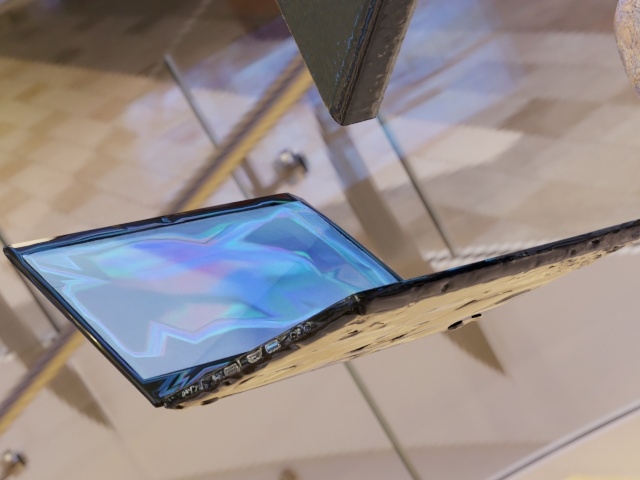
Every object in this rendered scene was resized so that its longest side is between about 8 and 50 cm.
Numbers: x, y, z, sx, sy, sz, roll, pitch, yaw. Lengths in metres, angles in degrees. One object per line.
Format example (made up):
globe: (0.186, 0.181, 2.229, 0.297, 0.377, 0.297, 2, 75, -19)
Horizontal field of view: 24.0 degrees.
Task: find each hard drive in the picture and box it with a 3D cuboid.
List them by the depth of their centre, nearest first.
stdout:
hard drive: (0.009, -0.118, 0.565, 0.022, 0.094, 0.135, -15, -26, -20)

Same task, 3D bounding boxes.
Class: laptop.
laptop: (0.000, 0.000, 0.840, 0.234, 0.136, 0.264, -13, -12, -42)

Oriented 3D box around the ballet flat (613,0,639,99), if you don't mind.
ballet flat: (0.255, -0.030, 0.689, 0.107, 0.316, 0.106, -38, -17, -4)
